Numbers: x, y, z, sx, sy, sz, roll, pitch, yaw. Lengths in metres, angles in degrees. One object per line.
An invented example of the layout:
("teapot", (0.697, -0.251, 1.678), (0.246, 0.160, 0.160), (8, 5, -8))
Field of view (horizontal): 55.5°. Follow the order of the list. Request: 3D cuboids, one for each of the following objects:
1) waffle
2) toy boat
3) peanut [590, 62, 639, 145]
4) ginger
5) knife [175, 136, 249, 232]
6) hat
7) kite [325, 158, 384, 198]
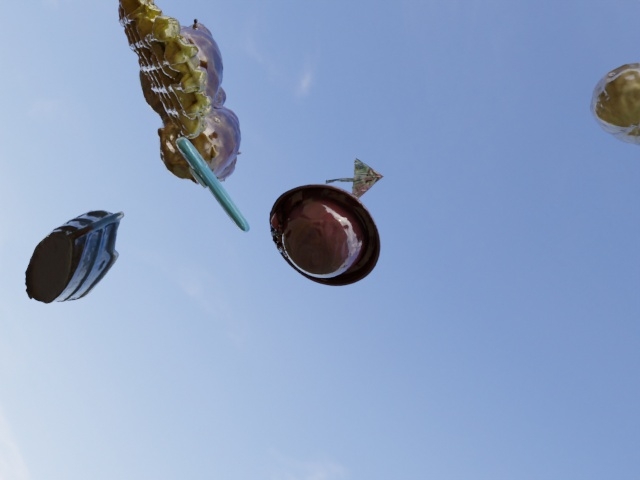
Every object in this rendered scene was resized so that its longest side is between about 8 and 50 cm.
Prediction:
("waffle", (-0.240, -0.281, 0.919), (0.253, 0.056, 0.249), (59, -17, 9))
("toy boat", (-0.450, 0.031, 1.148), (0.309, 0.142, 0.129), (-38, -98, 38))
("peanut", (0.419, -0.170, 0.769), (0.098, 0.229, 0.103), (1, -82, 47))
("ginger", (-0.243, -0.276, 1.225), (0.152, 0.274, 0.358), (-15, -94, 18))
("knife", (-0.190, -0.093, 1.077), (0.064, 0.031, 0.222), (40, -14, 52))
("hat", (0.000, 0.000, 1.021), (0.205, 0.089, 0.206), (11, -57, 18))
("kite", (0.087, -0.156, 1.558), (0.156, 0.139, 0.011), (-3, -32, 20))
